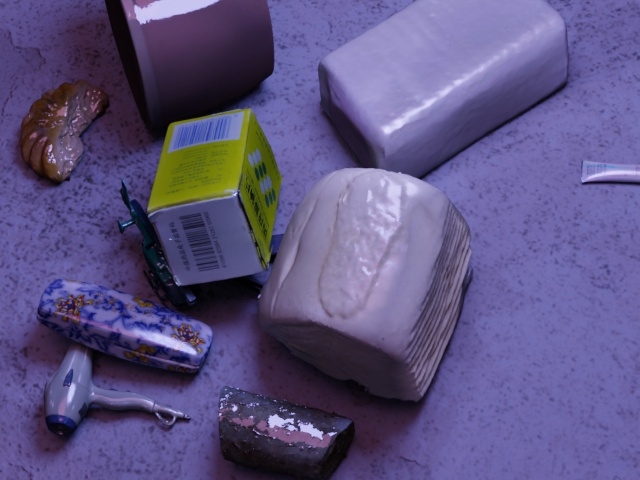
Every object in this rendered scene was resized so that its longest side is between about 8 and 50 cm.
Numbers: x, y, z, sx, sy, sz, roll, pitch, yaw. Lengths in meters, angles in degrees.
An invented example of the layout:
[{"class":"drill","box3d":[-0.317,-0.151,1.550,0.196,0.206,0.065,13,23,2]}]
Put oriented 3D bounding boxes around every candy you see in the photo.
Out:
[{"class":"candy","box3d":[0.181,-0.252,2.060,0.358,0.145,0.208,-32,61,-13]}]

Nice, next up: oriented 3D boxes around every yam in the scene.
[{"class":"yam","box3d":[-0.052,0.258,1.821,0.183,0.107,0.107,11,62,12]}]

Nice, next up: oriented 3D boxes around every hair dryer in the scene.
[{"class":"hair dryer","box3d":[-0.285,0.189,1.922,0.199,0.067,0.167,-4,53,-7]}]

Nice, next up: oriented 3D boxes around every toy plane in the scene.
[{"class":"toy plane","box3d":[-0.235,0.017,1.983,0.060,0.096,0.235,-30,63,-11]}]

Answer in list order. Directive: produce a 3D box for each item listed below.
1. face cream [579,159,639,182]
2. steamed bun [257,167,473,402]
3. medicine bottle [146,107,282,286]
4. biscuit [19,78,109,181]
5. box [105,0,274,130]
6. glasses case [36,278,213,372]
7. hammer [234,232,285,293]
[{"class":"face cream","box3d":[0.437,-0.099,2.011,0.115,0.020,0.038,3,61,10]},{"class":"steamed bun","box3d":[0.042,0.044,1.848,0.272,0.273,0.290,8,66,17]},{"class":"medicine bottle","box3d":[-0.146,-0.066,1.936,0.141,0.137,0.250,-9,33,10]},{"class":"biscuit","box3d":[-0.413,-0.178,2.141,0.118,0.061,0.183,9,62,14]},{"class":"box","box3d":[-0.203,-0.339,2.080,0.216,0.301,0.301,-18,59,-9]},{"class":"glasses case","box3d":[-0.274,0.119,1.927,0.248,0.065,0.087,17,42,2]},{"class":"hammer","box3d":[0.000,0.000,1.998,0.289,0.037,0.137,-10,59,1]}]
